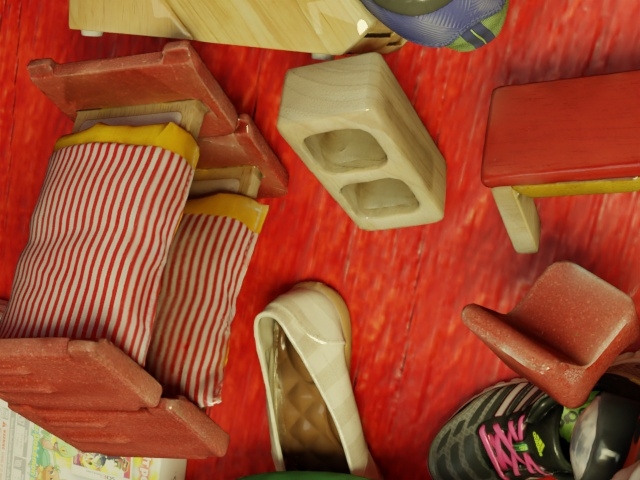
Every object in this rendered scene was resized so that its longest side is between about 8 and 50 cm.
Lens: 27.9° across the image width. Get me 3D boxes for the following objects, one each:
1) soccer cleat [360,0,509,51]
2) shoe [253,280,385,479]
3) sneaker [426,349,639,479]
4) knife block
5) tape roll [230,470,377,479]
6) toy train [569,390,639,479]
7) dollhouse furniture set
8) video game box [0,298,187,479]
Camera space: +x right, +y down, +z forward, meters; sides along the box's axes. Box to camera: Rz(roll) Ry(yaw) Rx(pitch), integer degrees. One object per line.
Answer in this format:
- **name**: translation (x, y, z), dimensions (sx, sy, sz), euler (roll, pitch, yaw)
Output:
- **soccer cleat**: translation (0.021, -0.226, 0.737), dimensions (0.093, 0.121, 0.289), euler (-31, 65, 15)
- **shoe**: translation (-0.004, 0.138, 0.830), dimensions (0.076, 0.058, 0.219), euler (-9, 95, 26)
- **sneaker**: translation (0.130, 0.113, 0.754), dimensions (0.170, 0.075, 0.063), euler (-23, 89, 27)
- **knife block**: translation (-0.071, -0.241, 0.780), dimensions (0.275, 0.088, 0.242), euler (10, 103, 24)
- **tape roll**: translation (0.003, 0.303, 0.810), dimensions (0.321, 0.077, 0.321), euler (6, 110, 16)
- **toy train**: translation (0.283, 0.150, 0.599), dimensions (0.333, 0.190, 0.142), euler (16, 105, 3)
- **dollhouse furniture set**: translation (0.000, 0.000, 0.704), dimensions (0.374, 0.152, 0.201), euler (-5, 59, 26)
- **video game box**: translation (-0.186, 0.158, 0.926), dimensions (0.187, 0.048, 0.205), euler (14, 105, 24)
